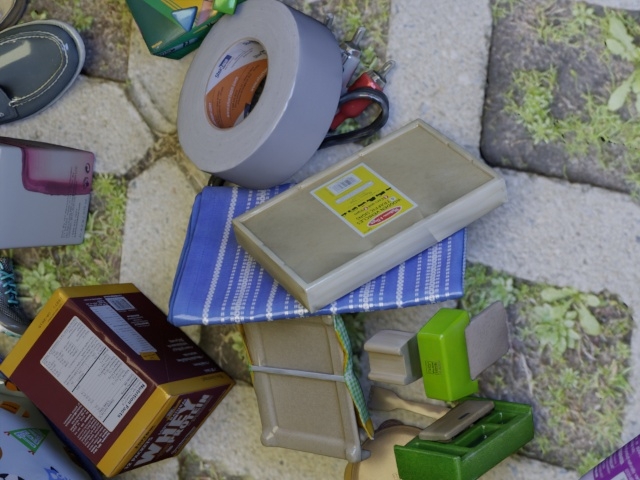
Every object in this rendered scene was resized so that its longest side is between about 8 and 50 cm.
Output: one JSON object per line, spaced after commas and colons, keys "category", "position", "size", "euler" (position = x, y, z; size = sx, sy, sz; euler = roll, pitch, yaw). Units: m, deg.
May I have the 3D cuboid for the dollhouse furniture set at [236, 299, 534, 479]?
{"category": "dollhouse furniture set", "position": [0.069, 0.147, 1.660], "size": [0.301, 0.151, 0.198], "euler": [4, 111, 39]}

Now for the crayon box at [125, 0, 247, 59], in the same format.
{"category": "crayon box", "position": [-0.116, -0.362, 1.773], "size": [0.278, 0.081, 0.165], "euler": [-29, 81, 17]}

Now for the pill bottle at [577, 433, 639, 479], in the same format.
{"category": "pill bottle", "position": [0.432, 0.245, 1.539], "size": [0.301, 0.169, 0.169], "euler": [-39, 78, 16]}

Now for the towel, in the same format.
{"category": "towel", "position": [0.000, 0.000, 1.652], "size": [0.335, 0.243, 0.040], "euler": [-6, 127, 12]}

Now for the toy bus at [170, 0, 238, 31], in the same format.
{"category": "toy bus", "position": [-0.157, -0.355, 1.656], "size": [0.191, 0.104, 0.202], "euler": [30, 100, -5]}

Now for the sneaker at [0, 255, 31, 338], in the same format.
{"category": "sneaker", "position": [-0.427, 0.057, 1.898], "size": [0.166, 0.065, 0.076], "euler": [45, 100, 12]}

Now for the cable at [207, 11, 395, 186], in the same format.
{"category": "cable", "position": [-0.016, -0.131, 1.769], "size": [0.139, 0.072, 0.287], "euler": [38, 115, 1]}

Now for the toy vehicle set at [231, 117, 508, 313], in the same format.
{"category": "toy vehicle set", "position": [0.054, -0.034, 1.625], "size": [0.266, 0.035, 0.166], "euler": [-29, 41, -17]}

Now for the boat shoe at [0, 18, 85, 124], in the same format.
{"category": "boat shoe", "position": [-0.449, -0.189, 1.869], "size": [0.319, 0.099, 0.116], "euler": [-20, 103, 21]}

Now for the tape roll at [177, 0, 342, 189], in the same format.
{"category": "tape roll", "position": [-0.074, -0.173, 1.707], "size": [0.219, 0.072, 0.219], "euler": [-22, 58, 40]}

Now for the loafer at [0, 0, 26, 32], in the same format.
{"category": "loafer", "position": [-0.444, -0.290, 1.906], "size": [0.056, 0.050, 0.148], "euler": [45, 104, 14]}

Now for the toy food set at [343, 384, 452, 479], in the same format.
{"category": "toy food set", "position": [0.095, 0.281, 1.732], "size": [0.132, 0.038, 0.192], "euler": [13, 84, 14]}

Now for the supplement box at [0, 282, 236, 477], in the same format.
{"category": "supplement box", "position": [-0.243, 0.164, 1.763], "size": [0.194, 0.191, 0.129], "euler": [42, 103, 15]}

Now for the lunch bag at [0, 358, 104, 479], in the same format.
{"category": "lunch bag", "position": [-0.466, 0.334, 1.816], "size": [0.385, 0.239, 0.328], "euler": [41, 105, 38]}

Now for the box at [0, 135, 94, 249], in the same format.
{"category": "box", "position": [-0.405, -0.064, 1.797], "size": [0.148, 0.232, 0.127], "euler": [11, 95, 19]}
